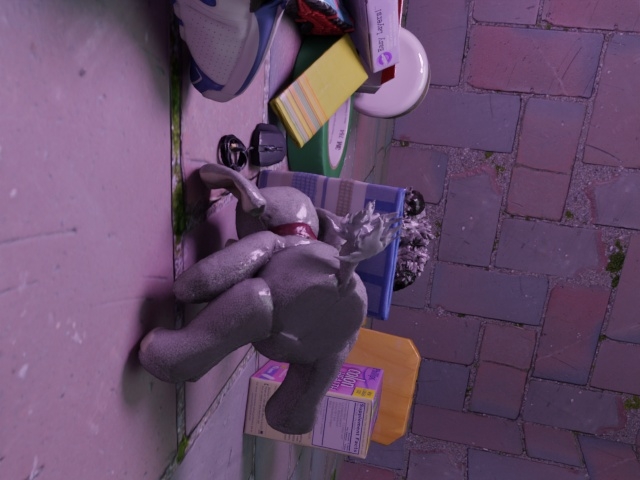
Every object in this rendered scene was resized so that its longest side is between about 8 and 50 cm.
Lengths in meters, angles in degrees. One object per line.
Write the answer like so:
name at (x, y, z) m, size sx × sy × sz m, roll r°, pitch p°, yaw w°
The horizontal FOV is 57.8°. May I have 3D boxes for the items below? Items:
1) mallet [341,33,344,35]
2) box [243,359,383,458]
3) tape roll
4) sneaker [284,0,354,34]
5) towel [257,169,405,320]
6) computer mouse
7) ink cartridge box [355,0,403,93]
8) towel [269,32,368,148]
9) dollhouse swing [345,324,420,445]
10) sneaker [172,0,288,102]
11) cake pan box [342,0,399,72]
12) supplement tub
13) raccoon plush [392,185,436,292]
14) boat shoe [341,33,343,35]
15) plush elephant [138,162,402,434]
mallet at (0.069, -0.483, 1.293) m, size 0.189 × 0.039 × 0.062 m, roll -53°, pitch -151°, yaw 44°
box at (-0.005, 0.327, 1.192) m, size 0.213 × 0.243 × 0.117 m, roll -13°, pitch 111°, yaw -78°
tape roll at (0.007, -0.275, 1.245) m, size 0.321 × 0.077 × 0.320 m, roll 9°, pitch 90°, yaw -79°
sneaker at (0.007, -0.448, 1.047) m, size 0.262 × 0.104 × 0.125 m, roll -34°, pitch 127°, yaw -79°
towel at (0.000, 0.000, 0.927) m, size 0.034 × 0.285 × 0.209 m, roll -5°, pitch 103°, yaw -53°
computer mouse at (-0.096, -0.144, 0.903) m, size 0.242 × 0.041 × 0.071 m, roll -45°, pitch 143°, yaw -71°
ink cartridge box at (0.128, -0.497, 1.305) m, size 0.261 × 0.066 × 0.296 m, roll -112°, pitch -153°, yaw -82°
towel at (0.003, -0.277, 1.060) m, size 0.237 × 0.021 × 0.102 m, roll -51°, pitch 127°, yaw -30°
dollhouse swing at (0.129, 0.404, 1.728) m, size 0.315 × 0.305 × 0.346 m, roll 34°, pitch 67°, yaw -78°
sneaker at (-0.110, -0.267, 0.534) m, size 0.315 × 0.182 × 0.127 m, roll 148°, pitch -42°, yaw -65°
cake pan box at (0.071, -0.490, 1.097) m, size 0.266 × 0.070 × 0.245 m, roll 75°, pitch -6°, yaw -54°
supplement tub at (0.185, -0.458, 1.609) m, size 0.325 × 0.236 × 0.235 m, roll -42°, pitch 139°, yaw -74°
raccoon plush at (0.005, -0.006, 1.177) m, size 0.447 × 0.299 × 0.215 m, roll 4°, pitch -87°, yaw 57°
boat shoe at (0.058, -0.549, 1.320) m, size 0.223 × 0.074 × 0.080 m, roll 102°, pitch -16°, yaw -60°
plush elephant at (-0.064, 0.036, 0.761) m, size 0.330 × 0.272 × 0.255 m, roll -52°, pitch -145°, yaw 12°
